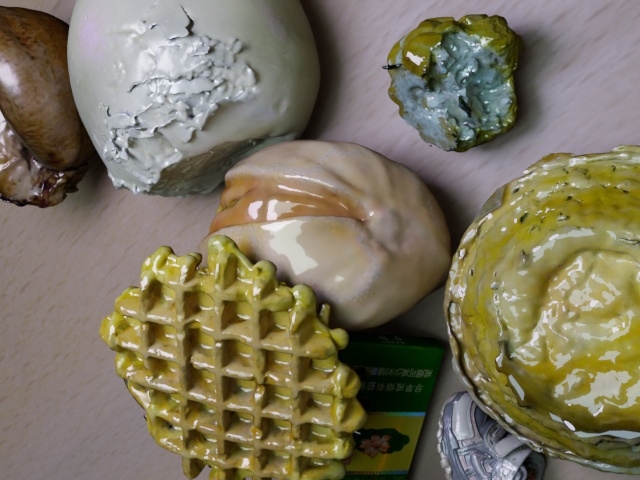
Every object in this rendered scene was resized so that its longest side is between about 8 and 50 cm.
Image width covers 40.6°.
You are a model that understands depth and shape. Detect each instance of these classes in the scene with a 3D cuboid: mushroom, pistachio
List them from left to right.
[{"bbox_3d":[-0.398,-0.188,1.219,0.263,0.195,0.283,25,120,58],"label":"mushroom"},{"bbox_3d":[0.000,0.000,0.988,0.308,0.230,0.230,1,95,35],"label":"pistachio"}]

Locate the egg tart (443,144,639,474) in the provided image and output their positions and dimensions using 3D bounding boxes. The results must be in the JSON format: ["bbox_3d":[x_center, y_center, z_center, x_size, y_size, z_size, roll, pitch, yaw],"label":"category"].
[{"bbox_3d":[0.277,0.075,0.826,0.345,0.132,0.346,2,96,21],"label":"egg tart"}]

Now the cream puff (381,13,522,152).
[{"bbox_3d":[0.151,-0.176,0.931,0.121,0.156,0.156,-122,47,-66],"label":"cream puff"}]

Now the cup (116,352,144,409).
[{"bbox_3d":[-0.121,0.160,1.094,0.166,0.177,0.239,-36,75,29],"label":"cup"}]

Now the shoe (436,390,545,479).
[{"bbox_3d":[0.195,0.249,0.947,0.092,0.089,0.180,-21,85,34],"label":"shoe"}]

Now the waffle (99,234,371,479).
[{"bbox_3d":[-0.101,0.146,0.927,0.329,0.062,0.329,9,120,15],"label":"waffle"}]

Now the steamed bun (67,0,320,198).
[{"bbox_3d":[-0.184,-0.225,1.066,0.333,0.233,0.312,-32,74,28],"label":"steamed bun"}]

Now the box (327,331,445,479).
[{"bbox_3d":[0.054,0.220,1.009,0.034,0.132,0.235,-132,51,-61],"label":"box"}]
